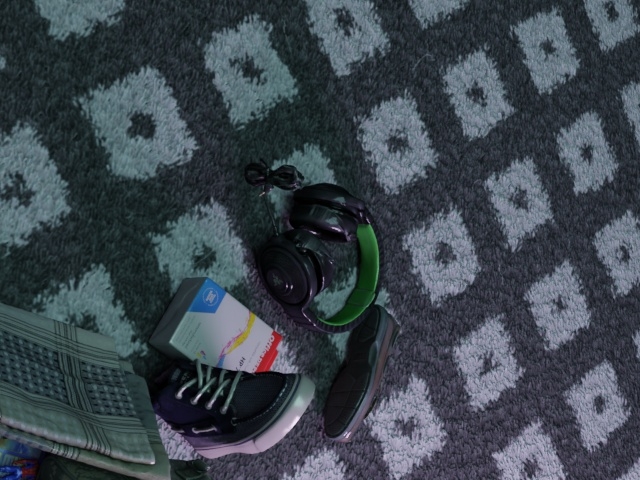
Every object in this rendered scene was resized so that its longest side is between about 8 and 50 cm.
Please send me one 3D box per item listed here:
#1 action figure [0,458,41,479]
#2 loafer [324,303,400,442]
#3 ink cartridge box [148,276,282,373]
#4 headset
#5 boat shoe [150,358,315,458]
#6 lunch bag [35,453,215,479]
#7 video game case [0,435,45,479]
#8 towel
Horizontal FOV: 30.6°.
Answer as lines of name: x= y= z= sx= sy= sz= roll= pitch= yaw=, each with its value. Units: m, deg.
action figure: x=-0.448 y=0.341 z=1.711 sx=0.115 sy=0.030 sz=0.038 roll=-1 pitch=82 yaw=-39
loafer: x=0.088 y=0.252 z=2.146 sx=0.084 sy=0.096 sz=0.267 roll=34 pitch=65 yaw=-35
ink cartridge box: x=-0.159 y=0.180 z=1.978 sx=0.231 sy=0.078 sz=0.134 roll=40 pitch=64 yaw=-27
headset: x=0.000 y=0.000 z=2.044 sx=0.394 sy=0.185 sz=0.243 roll=48 pitch=60 yaw=-36
boat shoe: x=-0.156 y=0.247 z=1.825 sx=0.158 sy=0.340 sz=0.127 roll=38 pitch=53 yaw=-16
lunch bag: x=-0.297 y=0.474 z=1.738 sx=0.256 sy=0.212 sz=0.305 roll=7 pitch=103 yaw=-40
video game case: x=-0.528 y=0.299 z=1.709 sx=0.244 sy=0.061 sz=0.269 roll=25 pitch=72 yaw=-32
towel: x=-0.374 y=0.207 z=1.702 sx=0.324 sy=0.312 sz=0.056 roll=27 pitch=105 yaw=-32
